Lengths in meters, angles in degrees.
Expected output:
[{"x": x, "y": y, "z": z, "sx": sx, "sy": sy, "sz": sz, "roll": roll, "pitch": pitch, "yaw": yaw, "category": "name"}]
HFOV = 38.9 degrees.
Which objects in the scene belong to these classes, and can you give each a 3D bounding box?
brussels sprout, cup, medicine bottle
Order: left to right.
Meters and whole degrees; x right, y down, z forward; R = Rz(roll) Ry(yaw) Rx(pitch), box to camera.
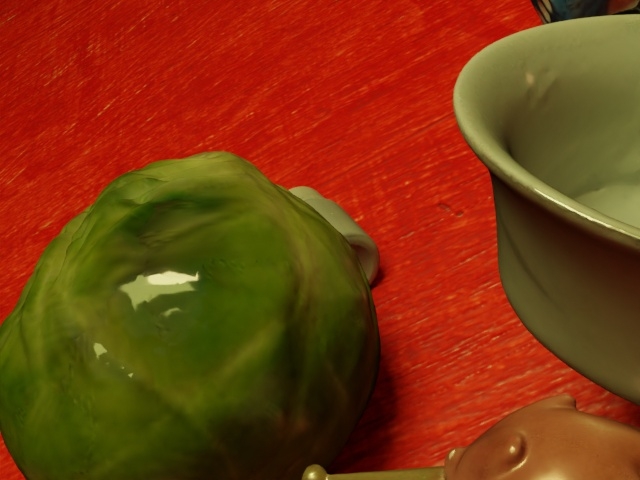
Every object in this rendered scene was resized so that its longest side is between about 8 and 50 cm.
[{"x": -0.103, "y": 0.074, "z": 0.766, "sx": 0.289, "sy": 0.281, "sz": 0.354, "roll": -37, "pitch": 38, "yaw": 15, "category": "brussels sprout"}, {"x": 0.000, "y": 0.000, "z": 0.932, "sx": 0.080, "sy": 0.080, "sz": 0.130, "roll": -36, "pitch": 36, "yaw": -2, "category": "medicine bottle"}, {"x": 0.247, "y": -0.007, "z": 0.553, "sx": 0.347, "sy": 0.163, "sz": 0.347, "roll": 1, "pitch": 33, "yaw": -1, "category": "cup"}]

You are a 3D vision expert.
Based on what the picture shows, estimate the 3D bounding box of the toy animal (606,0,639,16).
[{"x": 0.345, "y": -0.133, "z": 0.815, "sx": 0.117, "sy": 0.121, "sz": 0.210, "roll": -48, "pitch": 42, "yaw": 14, "category": "toy animal"}]

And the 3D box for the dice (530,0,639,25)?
[{"x": 0.301, "y": -0.283, "z": 0.962, "sx": 0.146, "sy": 0.143, "sz": 0.146, "roll": -28, "pitch": 38, "yaw": 9, "category": "dice"}]

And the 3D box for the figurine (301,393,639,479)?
[{"x": 0.164, "y": 0.182, "z": 0.464, "sx": 0.387, "sy": 0.207, "sz": 0.166, "roll": 22, "pitch": 29, "yaw": 17, "category": "figurine"}]
